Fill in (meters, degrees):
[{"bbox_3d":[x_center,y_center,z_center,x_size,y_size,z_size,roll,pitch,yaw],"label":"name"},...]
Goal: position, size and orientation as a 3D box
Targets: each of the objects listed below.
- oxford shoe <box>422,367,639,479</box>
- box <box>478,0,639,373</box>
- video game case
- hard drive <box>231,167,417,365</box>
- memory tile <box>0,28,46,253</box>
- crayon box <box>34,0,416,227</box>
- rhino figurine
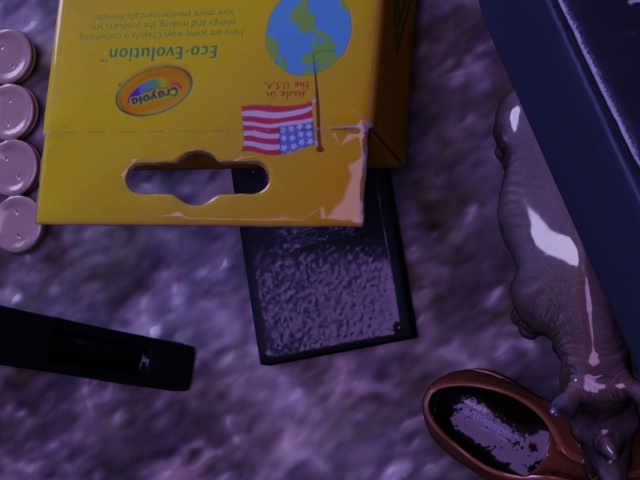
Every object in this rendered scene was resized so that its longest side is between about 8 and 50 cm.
[{"bbox_3d":[0.147,0.129,0.847,0.212,0.076,0.076,21,89,18],"label":"oxford shoe"},{"bbox_3d":[0.287,-0.106,0.665,0.395,0.212,0.293,-19,60,2],"label":"box"},{"bbox_3d":[-0.243,0.043,0.895,0.275,0.248,0.035,7,84,19],"label":"video game case"},{"bbox_3d":[0.000,0.000,0.939,0.094,0.022,0.135,-12,79,17],"label":"hard drive"},{"bbox_3d":[-0.231,-0.060,1.029,0.113,0.012,0.148,-7,82,18],"label":"memory tile"},{"bbox_3d":[-0.048,-0.154,0.928,0.202,0.081,0.318,1,77,19],"label":"crayon box"},{"bbox_3d":[0.132,0.021,0.818,0.073,0.106,0.243,-6,63,1],"label":"rhino figurine"}]
